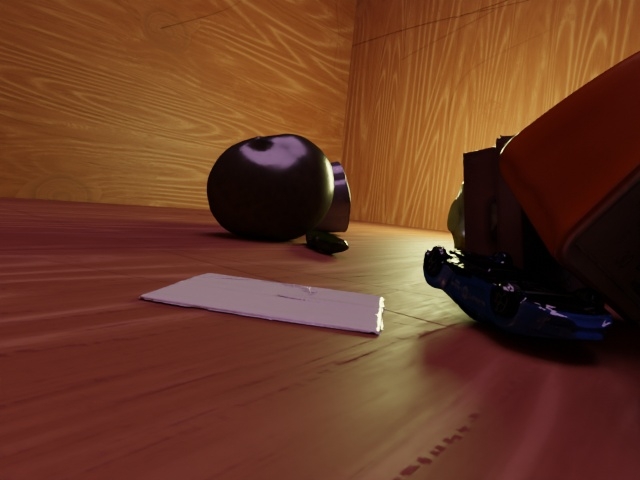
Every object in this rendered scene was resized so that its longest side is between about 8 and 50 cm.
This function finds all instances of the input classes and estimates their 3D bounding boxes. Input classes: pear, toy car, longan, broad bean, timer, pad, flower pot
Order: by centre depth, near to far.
[{"bbox_3d":[0.354,-0.068,0.413,0.257,0.250,0.161,28,36,-34],"label":"timer"},{"bbox_3d":[0.185,0.056,0.423,0.103,0.063,0.216,6,13,-14],"label":"toy car"},{"bbox_3d":[-0.047,0.060,0.440,0.231,0.004,0.156,7,5,10],"label":"pad"},{"bbox_3d":[-0.001,0.000,0.958,0.060,0.043,0.297,14,1,-16],"label":"broad bean"},{"bbox_3d":[-0.122,-0.134,1.095,0.349,0.289,0.288,-8,11,-32],"label":"longan"},{"bbox_3d":[0.540,-0.091,1.260,0.286,0.282,0.176,6,-3,14],"label":"pear"},{"bbox_3d":[-0.045,-0.136,1.471,0.242,0.265,0.265,-10,9,-13],"label":"flower pot"}]

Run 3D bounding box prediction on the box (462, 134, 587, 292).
[{"bbox_3d":[0.296,-0.024,0.593,0.215,0.216,0.086,1,-2,-40],"label":"box"}]
